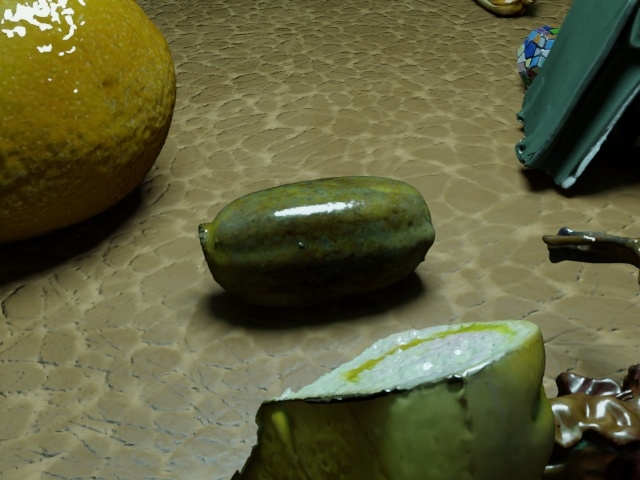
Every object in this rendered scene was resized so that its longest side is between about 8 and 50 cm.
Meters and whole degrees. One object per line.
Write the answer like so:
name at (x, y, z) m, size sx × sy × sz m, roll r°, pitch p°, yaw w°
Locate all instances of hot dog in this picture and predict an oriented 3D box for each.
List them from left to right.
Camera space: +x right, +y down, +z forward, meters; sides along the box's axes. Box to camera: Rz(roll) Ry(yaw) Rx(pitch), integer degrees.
hot dog at (0.349, -0.499, 1.489) m, size 0.102 × 0.076 × 0.249 m, roll -42°, pitch 36°, yaw 9°

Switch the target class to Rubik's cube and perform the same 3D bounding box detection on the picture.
Rubik's cube at (0.353, -0.274, 1.158) m, size 0.093 × 0.111 × 0.111 m, roll -15°, pitch 26°, yaw 33°

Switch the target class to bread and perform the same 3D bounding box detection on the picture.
bread at (0.054, 0.153, 0.520) m, size 0.261 × 0.156 × 0.158 m, roll -18°, pitch 0°, yaw 44°

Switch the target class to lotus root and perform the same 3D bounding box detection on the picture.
lotus root at (0.000, 0.000, 0.777) m, size 0.241 × 0.124 × 0.123 m, roll -11°, pitch 26°, yaw -11°

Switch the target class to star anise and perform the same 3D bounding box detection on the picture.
star anise at (0.230, 0.122, 0.574) m, size 0.237 × 0.148 × 0.346 m, roll -4°, pitch 45°, yaw 3°

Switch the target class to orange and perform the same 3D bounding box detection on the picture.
orange at (-0.346, -0.156, 0.864) m, size 0.322 × 0.322 × 0.357 m, roll 17°, pitch 48°, yaw 26°

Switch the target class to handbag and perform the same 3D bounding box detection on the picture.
handbag at (0.338, -0.223, 0.959) m, size 0.079 × 0.260 × 0.247 m, roll 25°, pitch 33°, yaw -5°

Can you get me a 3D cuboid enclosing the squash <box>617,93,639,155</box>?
squash at (0.460, -0.171, 0.962) m, size 0.193 × 0.156 × 0.193 m, roll 15°, pitch 25°, yaw -7°
